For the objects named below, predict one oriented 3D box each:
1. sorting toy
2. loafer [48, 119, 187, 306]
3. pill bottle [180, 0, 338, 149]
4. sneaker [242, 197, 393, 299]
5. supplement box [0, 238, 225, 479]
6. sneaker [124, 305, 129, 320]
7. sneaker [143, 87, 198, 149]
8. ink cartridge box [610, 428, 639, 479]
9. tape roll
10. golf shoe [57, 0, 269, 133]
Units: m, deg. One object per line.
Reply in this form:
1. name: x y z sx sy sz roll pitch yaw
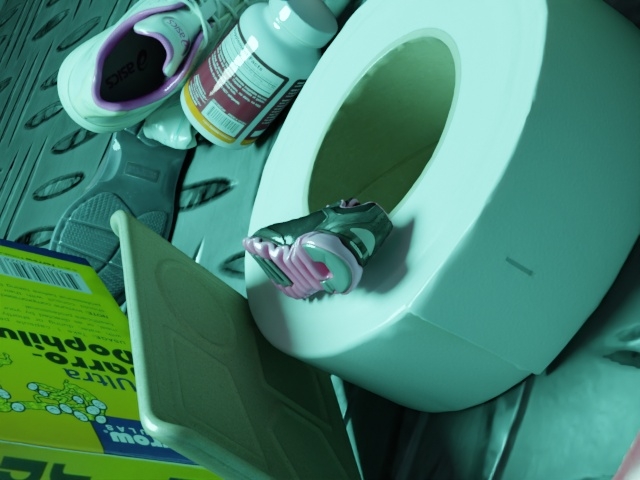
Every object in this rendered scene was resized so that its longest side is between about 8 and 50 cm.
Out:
1. sorting toy: -0.048 0.091 0.674 0.038 0.193 0.208 -42 36 12
2. loafer: -0.209 -0.031 1.201 0.095 0.109 0.302 125 165 -59
3. pill bottle: -0.055 -0.161 1.037 0.152 0.086 0.086 -44 33 31
4. sneaker: 0.000 0.000 0.639 0.057 0.047 0.119 -48 22 -21
5. supplement box: -0.254 0.152 0.905 0.356 0.195 0.194 42 111 52
6. sneaker: -0.172 0.097 1.037 0.075 0.063 0.170 20 88 57
7. sneaker: -0.118 -0.155 1.190 0.061 0.054 0.152 29 73 22
8. ink cartridge box: 0.180 0.221 0.207 0.279 0.160 0.384 -62 27 3
9. tape roll: 0.071 -0.042 0.698 0.286 0.100 0.286 -41 34 36
10. golf shoe: -0.118 -0.213 1.099 0.306 0.115 0.140 -43 16 -6
